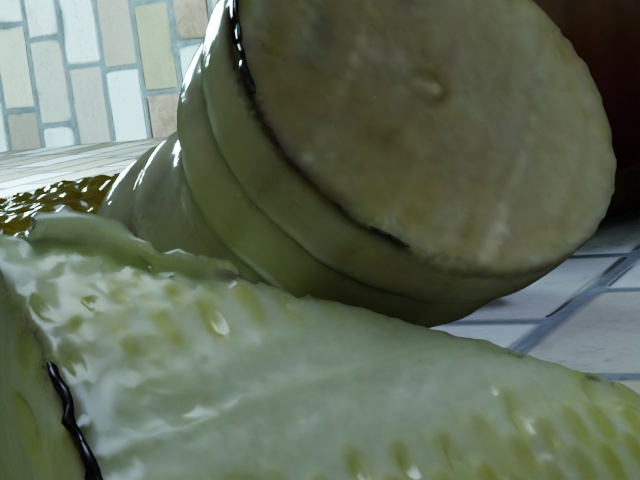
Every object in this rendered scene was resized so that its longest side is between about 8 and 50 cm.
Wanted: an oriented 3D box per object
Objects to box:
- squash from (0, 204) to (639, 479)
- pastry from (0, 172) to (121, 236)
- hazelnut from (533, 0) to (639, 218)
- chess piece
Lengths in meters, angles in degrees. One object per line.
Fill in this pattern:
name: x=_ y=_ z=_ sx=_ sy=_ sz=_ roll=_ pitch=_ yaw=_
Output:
squash: x=0.035 y=0.057 z=0.424 sx=0.252 sy=0.169 sz=0.093 roll=-13 pitch=-33 yaw=-30
pastry: x=-0.143 y=0.030 z=0.739 sx=0.188 sy=0.103 sz=0.189 roll=-12 pitch=13 yaw=3
hazelnut: x=0.171 y=-0.163 z=1.113 sx=0.409 sy=0.359 sz=0.359 roll=-19 pitch=11 yaw=-16
chess piece: x=-0.031 y=0.018 z=0.522 sx=0.137 sy=0.137 sz=0.301 roll=-13 pitch=-19 yaw=-36
